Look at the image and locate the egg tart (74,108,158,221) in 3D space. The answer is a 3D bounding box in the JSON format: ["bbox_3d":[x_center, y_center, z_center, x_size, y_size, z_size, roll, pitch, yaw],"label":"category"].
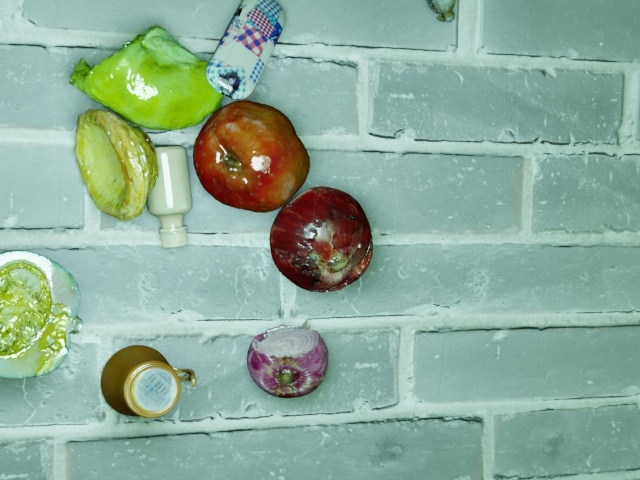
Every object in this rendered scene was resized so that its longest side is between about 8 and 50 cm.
[{"bbox_3d":[-0.476,-0.186,1.789,0.123,0.294,0.293,-22,100,-38],"label":"egg tart"}]

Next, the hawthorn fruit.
[{"bbox_3d":[-0.179,-0.198,1.802,0.287,0.330,0.287,2,98,11],"label":"hawthorn fruit"}]

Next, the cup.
[{"bbox_3d":[-0.414,0.352,1.851,0.226,0.264,0.182,-5,88,-23],"label":"cup"}]

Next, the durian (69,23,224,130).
[{"bbox_3d":[-0.398,-0.386,1.813,0.340,0.204,0.255,35,75,-14],"label":"durian"}]

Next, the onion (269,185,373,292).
[{"bbox_3d":[0.000,0.000,1.918,0.276,0.276,0.276,-1,95,-13],"label":"onion"}]

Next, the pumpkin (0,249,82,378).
[{"bbox_3d":[-0.716,0.172,1.795,0.264,0.197,0.292,20,83,-26],"label":"pumpkin"}]

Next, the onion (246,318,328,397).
[{"bbox_3d":[-0.083,0.326,1.961,0.208,0.201,0.200,-12,97,-24],"label":"onion"}]

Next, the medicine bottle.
[{"bbox_3d":[-0.379,-0.108,1.883,0.114,0.114,0.252,-8,96,-12],"label":"medicine bottle"}]

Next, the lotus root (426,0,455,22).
[{"bbox_3d":[0.323,-0.665,2.013,0.088,0.088,0.165,-15,108,-11],"label":"lotus root"}]

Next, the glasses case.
[{"bbox_3d":[-0.180,-0.486,1.859,0.125,0.076,0.327,32,59,-20],"label":"glasses case"}]
